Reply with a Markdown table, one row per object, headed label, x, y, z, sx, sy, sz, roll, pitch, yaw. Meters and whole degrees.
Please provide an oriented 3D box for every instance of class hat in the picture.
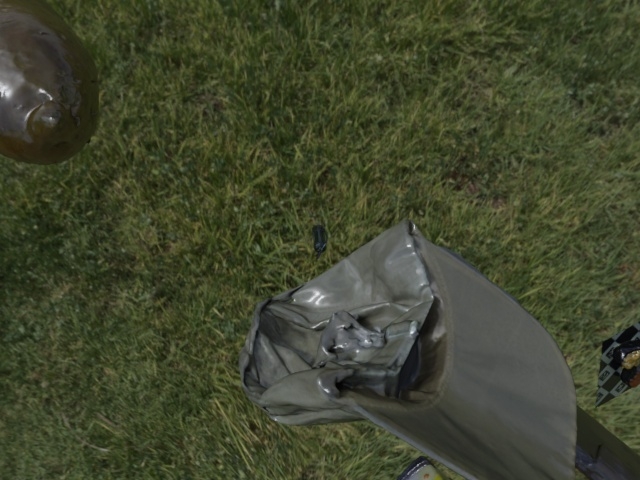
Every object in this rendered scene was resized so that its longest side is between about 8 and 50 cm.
| label | x | y | z | sx | sy | sz | roll | pitch | yaw |
| --- | --- | --- | --- | --- | --- | --- | --- | --- | --- |
| hat | 0.068 | 0.111 | 0.430 | 0.244 | 0.149 | 0.214 | 47 | 37 | -5 |

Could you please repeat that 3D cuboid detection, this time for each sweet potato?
| label | x | y | z | sx | sy | sz | roll | pitch | yaw |
| --- | --- | --- | --- | --- | --- | --- | --- | --- | --- |
| sweet potato | -0.315 | -0.208 | 0.556 | 0.130 | 0.130 | 0.422 | -25 | 54 | -14 |

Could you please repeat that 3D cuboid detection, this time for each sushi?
| label | x | y | z | sx | sy | sz | roll | pitch | yaw |
| --- | --- | --- | --- | --- | --- | --- | --- | --- | --- |
| sushi | 0.387 | 0.145 | 0.658 | 0.120 | 0.126 | 0.026 | -24 | 36 | -12 |

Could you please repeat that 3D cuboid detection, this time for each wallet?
| label | x | y | z | sx | sy | sz | roll | pitch | yaw |
| --- | --- | --- | --- | --- | --- | --- | --- | --- | --- |
| wallet | 0.384 | 0.289 | 0.763 | 0.309 | 0.165 | 0.042 | 40 | 106 | 1 |

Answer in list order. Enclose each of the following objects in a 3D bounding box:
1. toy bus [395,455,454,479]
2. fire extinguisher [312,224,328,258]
| label | x | y | z | sx | sy | sz | roll | pitch | yaw |
| --- | --- | --- | --- | --- | --- | --- | --- | --- | --- |
| toy bus | 0.237 | 0.497 | 0.846 | 0.305 | 0.179 | 0.143 | 44 | 86 | -13 |
| fire extinguisher | 0.000 | 0.000 | 1.065 | 0.025 | 0.038 | 0.083 | 30 | 28 | -23 |
